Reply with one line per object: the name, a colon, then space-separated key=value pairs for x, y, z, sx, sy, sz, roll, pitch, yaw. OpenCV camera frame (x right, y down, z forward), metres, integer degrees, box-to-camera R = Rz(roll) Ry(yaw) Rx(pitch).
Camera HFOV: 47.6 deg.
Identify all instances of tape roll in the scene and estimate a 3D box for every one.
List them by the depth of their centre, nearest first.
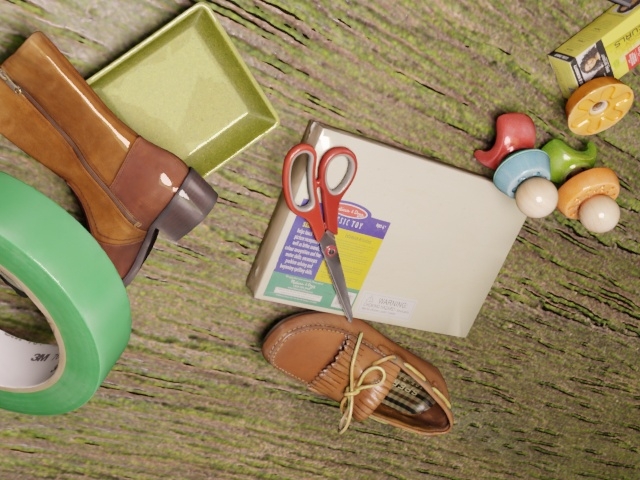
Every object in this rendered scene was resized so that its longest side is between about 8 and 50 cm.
tape roll: x=-0.374 y=0.063 z=0.814 sx=0.321 sy=0.077 sz=0.321 roll=10 pitch=130 yaw=12

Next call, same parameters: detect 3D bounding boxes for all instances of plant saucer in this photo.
plant saucer: x=-0.175 y=-0.172 z=0.910 sx=0.188 sy=0.045 sz=0.188 roll=-36 pitch=124 yaw=-3

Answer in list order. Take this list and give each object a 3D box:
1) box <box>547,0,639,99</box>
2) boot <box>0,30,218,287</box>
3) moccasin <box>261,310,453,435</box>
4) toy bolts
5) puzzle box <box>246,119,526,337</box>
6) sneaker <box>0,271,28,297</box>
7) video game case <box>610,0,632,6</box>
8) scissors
box: x=0.466 y=-0.313 z=1.113 sx=0.232 sy=0.058 sz=0.087 roll=-37 pitch=123 yaw=-3
boot: x=-0.307 y=-0.069 z=0.868 sx=0.264 sy=0.096 sz=0.280 roll=-33 pitch=117 yaw=34
moccasin: x=0.069 y=0.226 z=1.157 sx=0.139 sy=0.147 sz=0.380 roll=-46 pitch=125 yaw=13
toy bolts: x=0.371 y=-0.115 z=1.078 sx=0.228 sy=0.158 sz=0.218 roll=-2 pitch=142 yaw=-20
puzzle box: x=0.116 y=-0.004 z=1.121 sx=0.409 sy=0.052 sz=0.272 roll=14 pitch=109 yaw=-29
sneaker: x=-0.335 y=0.034 z=0.877 sx=0.063 sy=0.170 sz=0.074 roll=-48 pitch=139 yaw=-47
video game case: x=0.361 y=-0.478 z=0.971 sx=0.275 sy=0.035 sz=0.248 roll=13 pitch=113 yaw=-20
scissors: x=0.000 y=0.000 z=1.032 sx=0.109 sy=0.021 sz=0.297 roll=-11 pitch=120 yaw=-20
